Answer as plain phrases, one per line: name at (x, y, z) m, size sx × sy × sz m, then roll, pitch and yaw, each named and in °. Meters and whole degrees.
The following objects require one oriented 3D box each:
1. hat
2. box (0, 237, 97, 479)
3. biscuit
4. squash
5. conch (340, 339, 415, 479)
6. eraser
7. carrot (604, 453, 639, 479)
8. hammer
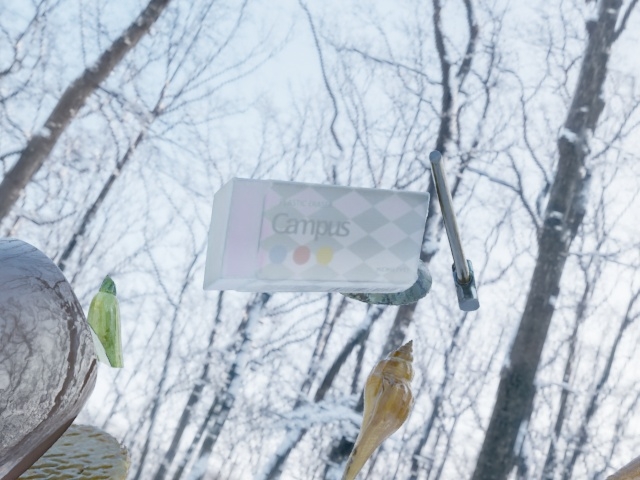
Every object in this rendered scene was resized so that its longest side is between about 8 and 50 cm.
hat at (0.133, 0.026, 1.841) m, size 0.265 × 0.265 × 0.128 m, roll 14°, pitch -62°, yaw 21°
box at (-0.412, 0.137, 0.930) m, size 0.301 × 0.216 × 0.301 m, roll 10°, pitch -66°, yaw 24°
biscuit at (-0.359, 0.313, 1.018) m, size 0.254 × 0.254 × 0.035 m, roll 6°, pitch -59°, yaw 35°
squash at (-0.455, 0.169, 1.719) m, size 0.075 × 0.200 × 0.090 m, roll -4°, pitch -9°, yaw -10°
conch at (0.114, 0.324, 1.504) m, size 0.093 × 0.330 × 0.109 m, roll 30°, pitch -28°, yaw -18°
eraser at (0.000, 0.000, 1.451) m, size 0.396 × 0.213 × 0.082 m, roll 2°, pitch 12°, yaw -30°
carrot at (0.645, 0.399, 1.542) m, size 0.069 × 0.336 × 0.069 m, roll 33°, pitch -49°, yaw 49°
hammer at (0.243, -0.019, 1.526) m, size 0.043 × 0.111 × 0.365 m, roll -12°, pitch -46°, yaw 12°
